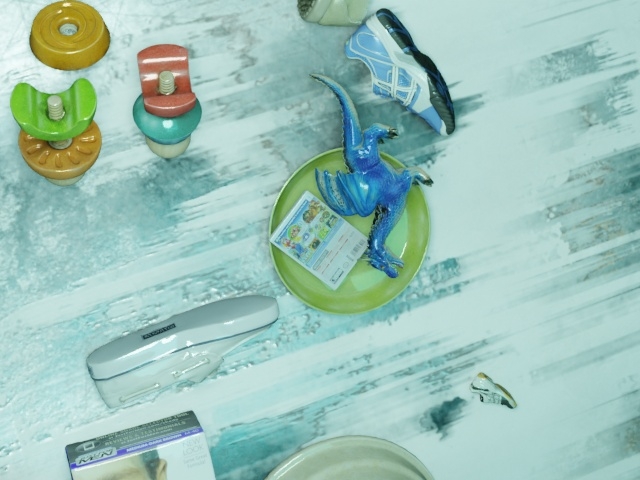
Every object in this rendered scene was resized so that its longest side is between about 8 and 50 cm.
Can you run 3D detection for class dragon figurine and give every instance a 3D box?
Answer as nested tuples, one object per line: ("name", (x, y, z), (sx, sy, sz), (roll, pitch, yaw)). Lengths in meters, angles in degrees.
("dragon figurine", (0.051, -0.081, 1.488), (0.144, 0.085, 0.289), (-43, 109, -14))

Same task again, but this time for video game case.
("video game case", (0.000, 0.000, 1.532), (0.122, 0.011, 0.087), (38, 87, -20))

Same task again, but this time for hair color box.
("hair color box", (-0.221, 0.426, 1.524), (0.185, 0.110, 0.338), (-14, 102, -14))

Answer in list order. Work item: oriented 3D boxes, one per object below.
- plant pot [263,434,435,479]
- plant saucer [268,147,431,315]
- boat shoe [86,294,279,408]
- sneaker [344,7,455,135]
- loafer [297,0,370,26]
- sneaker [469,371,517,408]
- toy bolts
("plant pot", (0.080, 0.477, 1.523), (0.334, 0.305, 0.333), (-3, 101, -17))
("plant saucer", (0.039, -0.015, 1.568), (0.241, 0.037, 0.240), (-3, 101, -18))
("boat shoe", (-0.177, 0.153, 1.499), (0.268, 0.096, 0.088), (-21, 109, -12))
("sneaker", (0.117, -0.226, 1.548), (0.081, 0.080, 0.211), (-30, 116, 22))
("loafer", (0.062, -0.405, 1.482), (0.092, 0.102, 0.268), (21, 105, -30))
("sneaker", (0.262, 0.236, 1.689), (0.083, 0.032, 0.037), (37, 100, -15))
("toy bolts", (-0.268, -0.178, 1.419), (0.229, 0.158, 0.218), (-2, 59, -8))
